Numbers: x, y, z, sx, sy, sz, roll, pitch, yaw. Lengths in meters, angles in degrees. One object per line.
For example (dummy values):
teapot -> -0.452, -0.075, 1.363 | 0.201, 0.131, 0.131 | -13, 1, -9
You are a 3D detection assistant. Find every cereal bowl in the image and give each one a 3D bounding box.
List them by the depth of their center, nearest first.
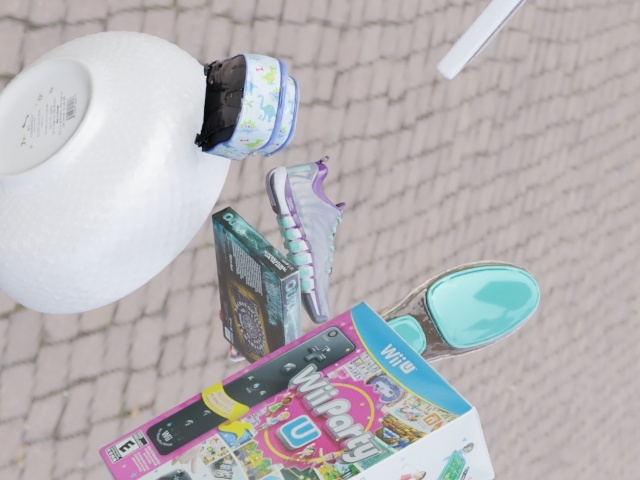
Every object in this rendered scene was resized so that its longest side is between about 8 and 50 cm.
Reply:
cereal bowl -> -0.271, -0.098, 1.565 | 0.141, 0.339, 0.339 | 46, 63, -45

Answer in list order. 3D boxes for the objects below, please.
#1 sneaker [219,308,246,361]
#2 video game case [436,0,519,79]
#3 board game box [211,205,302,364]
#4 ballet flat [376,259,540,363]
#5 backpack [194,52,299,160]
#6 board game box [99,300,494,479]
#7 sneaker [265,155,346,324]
sneaker -> -0.104, 0.113, 1.769 | 0.067, 0.118, 0.042 | -22, 119, -36
video game case -> 0.189, -0.239, 1.325 | 0.190, 0.022, 0.173 | -49, 179, 23
board game box -> -0.065, 0.069, 1.508 | 0.026, 0.126, 0.186 | -28, 140, -26
ballet flat -> 0.114, 0.103, 1.704 | 0.316, 0.106, 0.107 | -19, 90, -24
backpack -> -0.069, -0.136, 1.437 | 0.084, 0.114, 0.105 | 9, 82, -21
board game box -> -0.027, 0.207, 1.334 | 0.303, 0.224, 0.097 | -27, 124, -14
sneaker -> 0.000, 0.000, 1.929 | 0.083, 0.098, 0.223 | -146, -140, -75
